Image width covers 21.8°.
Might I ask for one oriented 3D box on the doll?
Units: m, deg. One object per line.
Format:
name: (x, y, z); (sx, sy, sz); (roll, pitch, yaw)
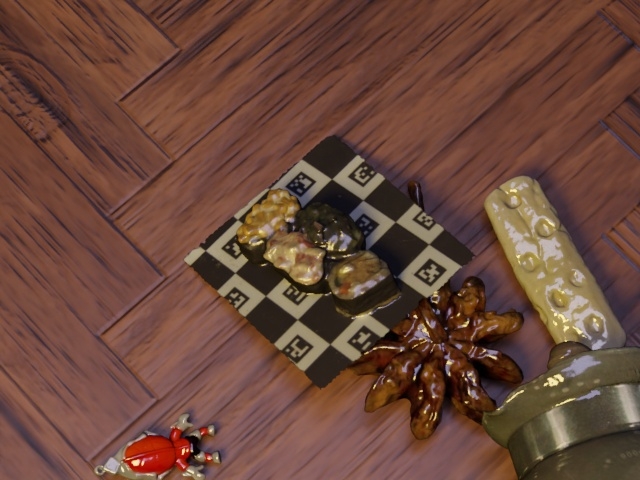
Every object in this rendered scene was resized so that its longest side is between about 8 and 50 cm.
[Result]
doll: (-0.147, 0.191, 1.483); (0.114, 0.039, 0.057); (-11, 98, -12)

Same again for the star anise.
star anise: (0.085, 0.070, 1.510); (0.177, 0.073, 0.234); (-30, 66, -19)

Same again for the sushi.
sushi: (0.000, 0.000, 1.503); (0.192, 0.050, 0.215); (-40, 54, -12)

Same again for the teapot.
teapot: (0.281, 0.204, 1.391); (0.305, 0.223, 0.285); (-14, 64, -2)

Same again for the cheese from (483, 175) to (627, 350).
cheese: (0.215, 0.030, 1.536); (0.065, 0.043, 0.194); (-23, 73, -9)
